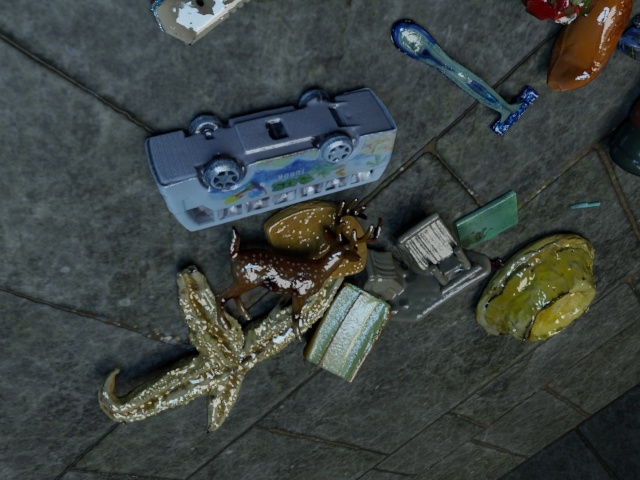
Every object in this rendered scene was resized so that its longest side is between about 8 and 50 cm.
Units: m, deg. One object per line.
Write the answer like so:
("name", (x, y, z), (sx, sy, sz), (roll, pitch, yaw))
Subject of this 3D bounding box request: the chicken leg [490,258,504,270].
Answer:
("chicken leg", (0.318, 0.078, 1.218), (0.205, 0.053, 0.093), (-17, 161, -4))

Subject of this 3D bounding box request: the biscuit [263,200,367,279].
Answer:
("biscuit", (0.000, 0.000, 0.961), (0.221, 0.029, 0.141), (19, 109, -34))

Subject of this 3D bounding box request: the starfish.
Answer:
("starfish", (-0.184, 0.176, 1.010), (0.324, 0.082, 0.432), (31, 105, -37))

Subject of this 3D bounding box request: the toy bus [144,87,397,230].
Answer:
("toy bus", (-0.064, -0.113, 0.777), (0.330, 0.108, 0.135), (-16, 148, -14))

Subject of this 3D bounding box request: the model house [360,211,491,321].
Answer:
("model house", (0.184, 0.041, 1.052), (0.229, 0.122, 0.188), (-33, 135, 12))

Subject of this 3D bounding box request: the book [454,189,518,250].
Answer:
("book", (0.343, -0.035, 1.141), (0.135, 0.017, 0.103), (-29, 138, -1))

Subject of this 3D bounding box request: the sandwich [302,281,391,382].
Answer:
("sandwich", (0.055, 0.176, 1.126), (0.117, 0.144, 0.187), (28, 97, 1))

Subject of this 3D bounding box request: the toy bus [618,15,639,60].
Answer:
("toy bus", (0.571, -0.363, 0.911), (0.153, 0.061, 0.051), (-41, 143, 11))

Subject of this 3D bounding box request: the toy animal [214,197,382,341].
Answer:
("toy animal", (-0.035, 0.047, 0.901), (0.244, 0.087, 0.259), (7, 119, -31))

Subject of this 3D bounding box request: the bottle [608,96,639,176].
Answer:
("bottle", (0.673, -0.263, 1.004), (0.144, 0.144, 0.336), (5, 129, -33))

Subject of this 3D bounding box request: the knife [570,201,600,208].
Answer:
("knife", (0.595, -0.080, 1.247), (0.091, 0.005, 0.014), (-8, 136, -22))

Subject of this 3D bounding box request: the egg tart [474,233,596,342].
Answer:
("egg tart", (0.544, 0.139, 1.347), (0.346, 0.132, 0.345), (-18, 138, -17))

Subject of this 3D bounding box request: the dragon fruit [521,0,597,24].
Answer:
("dragon fruit", (0.331, -0.360, 0.740), (0.142, 0.121, 0.130), (-33, 180, -35))

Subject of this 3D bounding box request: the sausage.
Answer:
("sausage", (0.412, -0.314, 0.851), (0.089, 0.089, 0.179), (-6, 135, -24))

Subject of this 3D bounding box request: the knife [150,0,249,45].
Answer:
("knife", (-0.035, -0.345, 0.608), (0.365, 0.043, 0.089), (-35, 106, 10))

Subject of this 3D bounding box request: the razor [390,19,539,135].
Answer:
("razor", (0.227, -0.243, 0.843), (0.324, 0.056, 0.093), (17, 123, -39))
